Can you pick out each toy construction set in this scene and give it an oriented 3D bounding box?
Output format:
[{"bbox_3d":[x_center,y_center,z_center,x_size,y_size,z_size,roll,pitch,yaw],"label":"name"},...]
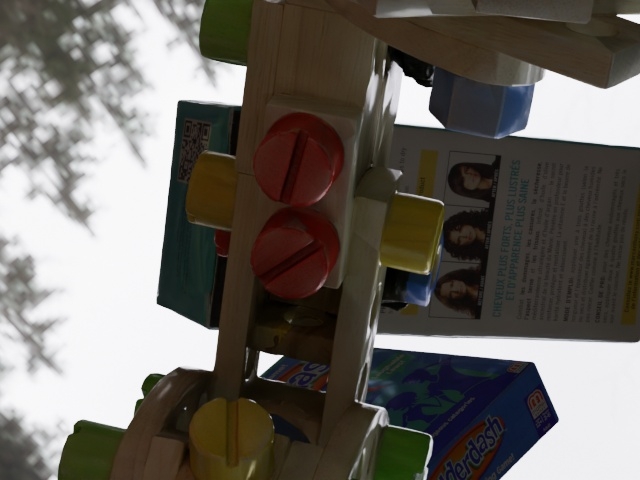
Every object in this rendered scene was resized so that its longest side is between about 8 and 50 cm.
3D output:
[{"bbox_3d":[0.000,0.000,0.686,0.151,0.328,0.215,25,-153,3],"label":"toy construction set"}]

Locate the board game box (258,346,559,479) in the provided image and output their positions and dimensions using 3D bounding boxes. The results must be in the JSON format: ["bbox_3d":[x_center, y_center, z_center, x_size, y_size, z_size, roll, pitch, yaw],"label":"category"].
[{"bbox_3d":[0.012,0.126,1.150,0.210,0.047,0.160,1,-147,49],"label":"board game box"}]

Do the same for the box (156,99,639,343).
[{"bbox_3d":[0.047,-0.007,0.924,0.060,0.244,0.101,16,-79,61],"label":"box"}]
